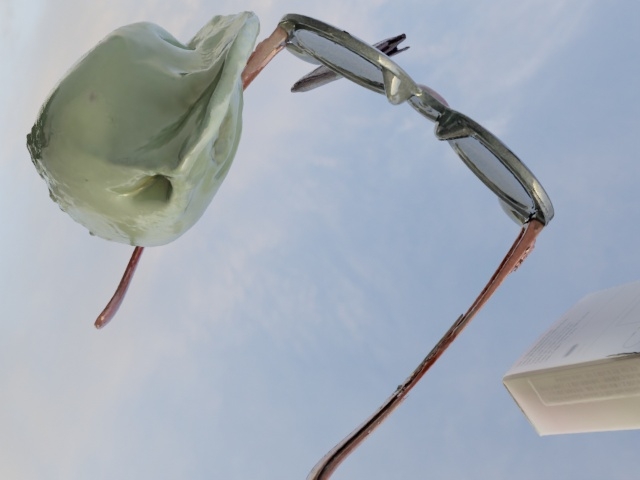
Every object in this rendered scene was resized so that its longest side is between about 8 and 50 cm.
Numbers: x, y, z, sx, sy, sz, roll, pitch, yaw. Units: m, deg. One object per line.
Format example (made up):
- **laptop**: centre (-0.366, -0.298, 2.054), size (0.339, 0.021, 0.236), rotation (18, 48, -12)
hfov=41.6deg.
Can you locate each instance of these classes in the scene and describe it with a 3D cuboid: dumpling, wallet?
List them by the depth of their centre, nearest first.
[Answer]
- **dumpling**: centre (-0.107, -0.074, 0.481), size (0.219, 0.108, 0.152), rotation (-2, -101, 56)
- **wallet**: centre (0.038, -0.252, 1.209), size (0.166, 0.111, 0.030), rotation (-7, -72, 56)

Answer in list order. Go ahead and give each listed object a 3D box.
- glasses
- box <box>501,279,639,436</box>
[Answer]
- **glasses**: centre (0.000, 0.000, 0.573), size (0.268, 0.234, 0.118), rotation (-52, 179, -6)
- **box**: centre (0.373, 0.130, 1.011), size (0.106, 0.203, 0.252), rotation (55, -30, -4)
